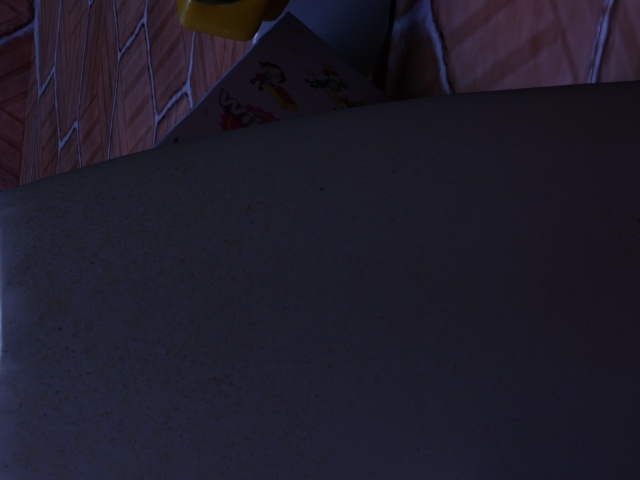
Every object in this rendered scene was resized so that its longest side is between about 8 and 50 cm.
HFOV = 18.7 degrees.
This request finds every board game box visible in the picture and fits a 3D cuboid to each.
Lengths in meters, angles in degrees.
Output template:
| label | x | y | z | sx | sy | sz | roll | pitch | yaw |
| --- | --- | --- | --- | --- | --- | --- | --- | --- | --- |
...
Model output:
| label | x | y | z | sx | sy | sz | roll | pitch | yaw |
| --- | --- | --- | --- | --- | --- | --- | --- | --- | --- |
| board game box | -0.093 | 0.029 | 1.069 | 0.224 | 0.097 | 0.303 | -48 | 4 | 34 |

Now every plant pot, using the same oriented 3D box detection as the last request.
| label | x | y | z | sx | sy | sz | roll | pitch | yaw |
| --- | --- | --- | --- | --- | --- | --- | --- | --- | --- |
| plant pot | -0.004 | 0.052 | 0.797 | 0.256 | 0.274 | 0.256 | -177 | 90 | -75 |

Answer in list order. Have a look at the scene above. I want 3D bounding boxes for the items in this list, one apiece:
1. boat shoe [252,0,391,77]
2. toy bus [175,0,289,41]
| label | x | y | z | sx | sy | sz | roll | pitch | yaw |
| --- | --- | --- | --- | --- | --- | --- | --- | --- | --- |
| boat shoe | 0.006 | -0.183 | 1.190 | 0.081 | 0.079 | 0.227 | -121 | 42 | -78 |
| toy bus | 0.012 | -0.258 | 1.019 | 0.108 | 0.130 | 0.332 | -103 | 26 | -44 |
